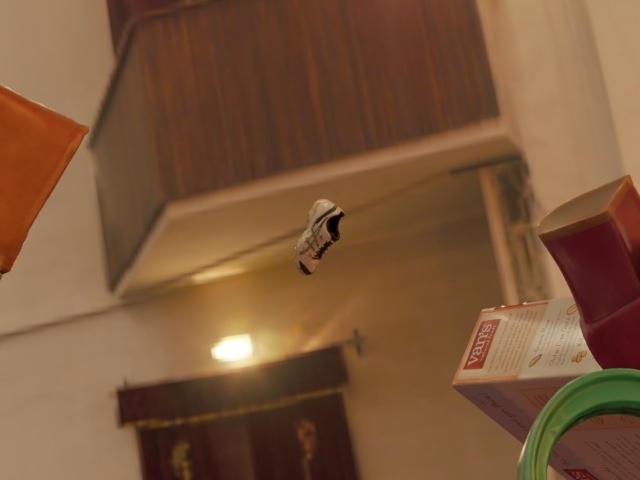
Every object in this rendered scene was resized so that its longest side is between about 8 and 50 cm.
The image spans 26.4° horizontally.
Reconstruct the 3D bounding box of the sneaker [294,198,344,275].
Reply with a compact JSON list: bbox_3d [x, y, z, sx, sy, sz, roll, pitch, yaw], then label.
[{"bbox_3d":[0.000,0.000,1.422,0.037,0.083,0.032,24,15,33],"label":"sneaker"}]

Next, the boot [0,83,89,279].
[{"bbox_3d":[-0.204,-0.105,0.485,0.280,0.264,0.096,30,-32,-20],"label":"boot"}]

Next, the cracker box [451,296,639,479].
[{"bbox_3d":[0.218,0.098,0.846,0.155,0.067,0.232,40,-31,-27],"label":"cracker box"}]

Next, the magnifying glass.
[{"bbox_3d":[0.122,0.153,0.497,0.092,0.231,0.026,4,-31,-6],"label":"magnifying glass"}]

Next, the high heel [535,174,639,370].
[{"bbox_3d":[0.215,0.010,0.606,0.244,0.117,0.082,-23,16,39],"label":"high heel"}]
